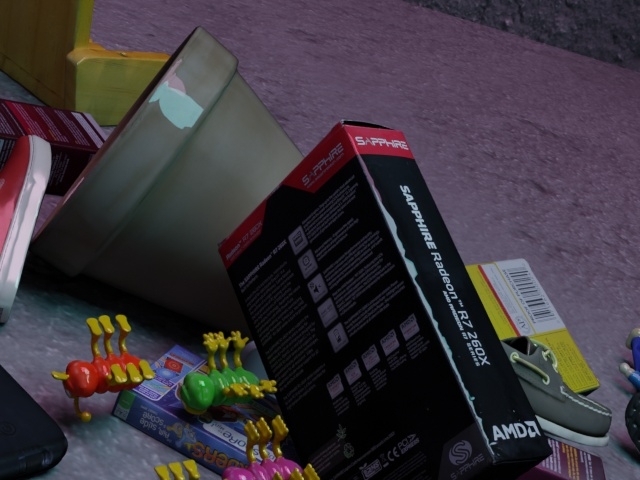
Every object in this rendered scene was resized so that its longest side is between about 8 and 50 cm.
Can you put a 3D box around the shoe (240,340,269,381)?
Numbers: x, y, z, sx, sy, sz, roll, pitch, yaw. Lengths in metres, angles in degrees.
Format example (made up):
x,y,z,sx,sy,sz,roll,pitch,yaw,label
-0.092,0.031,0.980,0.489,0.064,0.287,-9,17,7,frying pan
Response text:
x,y,z,sx,sy,sz,roll,pitch,yaw,label
-0.029,0.133,1.628,0.178,0.063,0.081,15,21,-35,shoe

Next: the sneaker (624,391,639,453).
x,y,z,sx,sy,sz,roll,pitch,yaw,label
0.516,0.279,1.823,0.283,0.107,0.124,29,7,3,sneaker

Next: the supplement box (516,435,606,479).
x,y,z,sx,sy,sz,roll,pitch,yaw,label
0.197,0.256,1.507,0.188,0.104,0.081,22,22,-3,supplement box

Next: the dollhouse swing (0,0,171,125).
x,y,z,sx,sy,sz,roll,pitch,yaw,label
-0.374,-0.389,2.152,0.347,0.305,0.315,36,25,30,dollhouse swing

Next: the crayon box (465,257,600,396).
x,y,z,sx,sy,sz,roll,pitch,yaw,label
0.186,0.131,1.721,0.318,0.081,0.202,-4,59,-50,crayon box

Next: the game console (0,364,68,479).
x,y,z,sx,sy,sz,roll,pitch,yaw,label
-0.456,0.120,1.226,0.342,0.060,0.386,35,25,28,game console

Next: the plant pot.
x,y,z,sx,sy,sz,roll,pitch,yaw,label
-0.133,-0.035,1.643,0.280,0.323,0.323,39,20,-10,plant pot

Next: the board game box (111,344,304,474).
x,y,z,sx,sy,sz,roll,pitch,yaw,label
-0.097,0.188,1.462,0.201,0.035,0.136,28,22,11,board game box

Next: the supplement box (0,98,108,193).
x,y,z,sx,sy,sz,roll,pitch,yaw,label
-0.394,-0.126,1.834,0.239,0.073,0.130,8,25,-36,supplement box

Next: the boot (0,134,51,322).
x,y,z,sx,sy,sz,roll,pitch,yaw,label
-0.394,-0.037,1.530,0.176,0.088,0.244,17,49,-11,boot

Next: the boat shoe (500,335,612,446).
x,y,z,sx,sy,sz,roll,pitch,yaw,label
0.207,0.145,1.547,0.305,0.091,0.109,23,-2,-24,boat shoe

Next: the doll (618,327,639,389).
x,y,z,sx,sy,sz,roll,pitch,yaw,label
0.476,0.199,2.000,0.129,0.046,0.189,27,26,-17,doll

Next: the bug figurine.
x,y,z,sx,sy,sz,roll,pitch,yaw,label
-0.127,0.188,1.341,0.216,0.072,0.279,-4,42,-30,bug figurine

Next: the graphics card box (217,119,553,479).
x,y,z,sx,sy,sz,roll,pitch,yaw,label
0.050,0.099,1.379,0.094,0.233,0.371,4,54,-43,graphics card box
